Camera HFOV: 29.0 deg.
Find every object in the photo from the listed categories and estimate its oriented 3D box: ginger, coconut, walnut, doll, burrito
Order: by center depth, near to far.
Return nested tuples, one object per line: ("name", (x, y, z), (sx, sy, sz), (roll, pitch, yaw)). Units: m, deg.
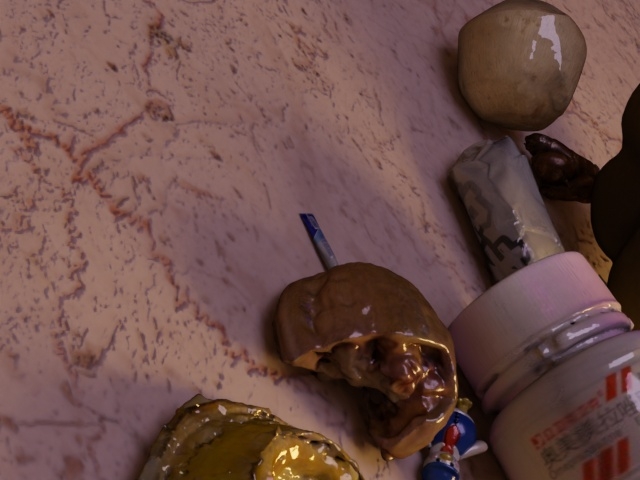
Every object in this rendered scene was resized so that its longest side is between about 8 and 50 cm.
("walnut", (0.070, 0.112, 1.408), (0.238, 0.141, 0.204), (43, 31, -11))
("doll", (0.148, 0.244, 1.458), (0.099, 0.058, 0.143), (21, 47, 0))
("burrito", (0.301, 0.044, 1.756), (0.139, 0.101, 0.445), (10, 54, -49))
("coconut", (0.324, -0.291, 1.984), (0.224, 0.224, 0.224), (29, 42, -30))
("ginger", (0.396, -0.106, 2.018), (0.162, 0.073, 0.103), (27, 30, -24))

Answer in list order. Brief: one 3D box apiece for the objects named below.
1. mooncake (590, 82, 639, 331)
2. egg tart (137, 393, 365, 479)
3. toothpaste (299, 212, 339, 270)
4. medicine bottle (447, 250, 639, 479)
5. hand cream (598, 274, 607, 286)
("mooncake", (0.600, -0.056, 1.797), (0.262, 0.467, 0.467), (11, 50, -15))
("egg tart", (-0.035, 0.276, 1.167), (0.315, 0.120, 0.315), (30, 41, -30))
("toothpaste", (0.000, 0.000, 1.527), (0.024, 0.015, 0.083), (-2, 57, -48))
("medicine bottle", (0.323, 0.200, 1.519), (0.256, 0.256, 0.325), (-1, 54, -49))
("hand cream", (0.423, 0.105, 1.891), (0.175, 0.046, 0.095), (-15, 70, -54))
